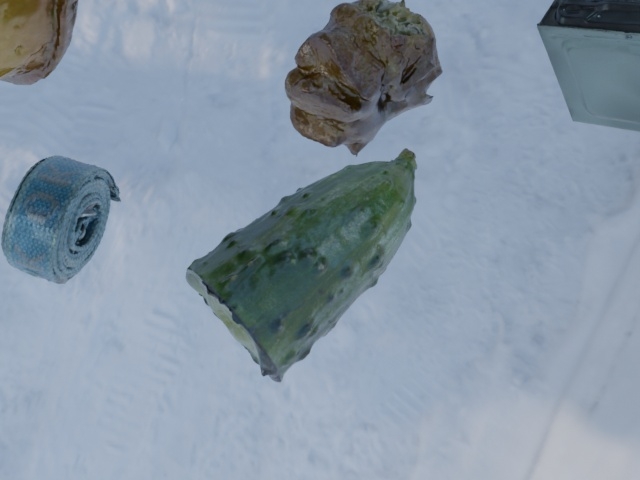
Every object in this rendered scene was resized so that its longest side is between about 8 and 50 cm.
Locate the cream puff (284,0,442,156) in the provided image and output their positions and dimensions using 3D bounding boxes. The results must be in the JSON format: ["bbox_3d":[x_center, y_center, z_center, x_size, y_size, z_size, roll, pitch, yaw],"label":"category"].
[{"bbox_3d":[0.064,-0.244,1.357,0.269,0.241,0.155,-32,72,-21],"label":"cream puff"}]

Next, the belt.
[{"bbox_3d":[-0.297,-0.027,1.077,0.082,0.163,0.148,19,74,5],"label":"belt"}]

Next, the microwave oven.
[{"bbox_3d":[0.286,-0.196,0.737,0.208,0.162,0.122,-56,137,-19],"label":"microwave oven"}]

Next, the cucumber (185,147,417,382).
[{"bbox_3d":[0.002,0.003,0.856,0.244,0.134,0.134,-42,102,-12],"label":"cucumber"}]

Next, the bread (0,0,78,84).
[{"bbox_3d":[-0.308,-0.245,0.760,0.194,0.179,0.340,-33,135,-33],"label":"bread"}]
